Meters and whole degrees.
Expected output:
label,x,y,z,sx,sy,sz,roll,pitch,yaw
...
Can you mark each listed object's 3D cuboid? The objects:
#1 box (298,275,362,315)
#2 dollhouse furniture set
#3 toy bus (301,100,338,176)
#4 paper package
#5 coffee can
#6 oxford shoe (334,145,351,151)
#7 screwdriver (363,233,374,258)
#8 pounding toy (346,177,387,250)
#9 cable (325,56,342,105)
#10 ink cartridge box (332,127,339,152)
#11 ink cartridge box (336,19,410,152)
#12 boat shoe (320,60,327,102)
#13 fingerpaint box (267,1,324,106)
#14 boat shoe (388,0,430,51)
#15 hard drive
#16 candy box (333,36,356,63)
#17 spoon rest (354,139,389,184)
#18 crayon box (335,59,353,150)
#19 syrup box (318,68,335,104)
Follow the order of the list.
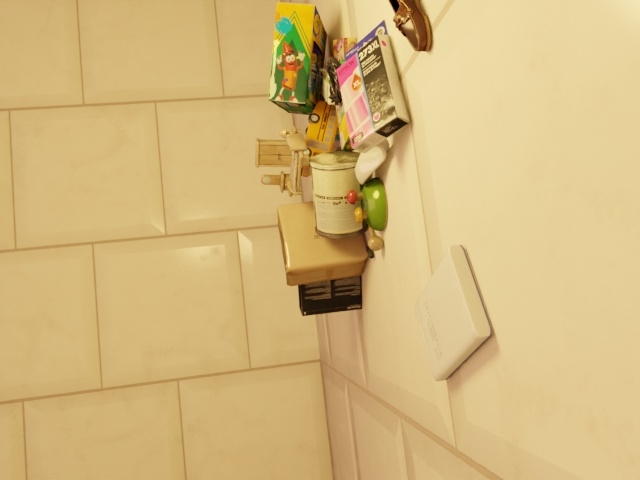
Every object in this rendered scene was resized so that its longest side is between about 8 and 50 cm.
label,x,y,z,sx,sy,sz,roll,pitch,yaw
box,0.038,0.205,2.216,0.103,0.261,0.185,-122,28,-71
dollhouse furniture set,-0.160,-0.263,2.045,0.356,0.173,0.303,-105,17,-56
toy bus,-0.007,-0.425,2.213,0.108,0.130,0.333,111,171,-64
paper package,0.000,0.000,2.113,0.168,0.324,0.310,96,165,-62
coffee can,0.069,-0.169,1.922,0.201,0.201,0.276,-114,18,-65
oxford shoe,0.087,-0.343,2.207,0.076,0.076,0.212,-57,-2,-32
screwdriver,0.175,0.015,1.986,0.170,0.025,0.024,-110,16,-55
pounding toy,0.151,-0.095,1.792,0.183,0.110,0.237,-110,17,-59
cable,0.047,-0.551,1.845,0.185,0.047,0.151,-107,15,-48
ink cartridge box,0.044,-0.454,2.423,0.180,0.060,0.104,96,165,-52
ink cartridge box,0.141,-0.454,1.516,0.175,0.069,0.371,-30,58,41
boat shoe,-0.021,-0.766,2.544,0.114,0.091,0.303,-174,79,-81
fingerpaint box,-0.083,-0.741,2.212,0.445,0.163,0.372,-44,-39,-81
boat shoe,0.208,-0.534,1.263,0.073,0.073,0.207,101,160,-59
hard drive,0.298,0.180,1.225,0.319,0.040,0.210,99,163,-59
candy box,0.091,-0.706,1.982,0.187,0.053,0.109,-116,22,-69
spoon rest,0.165,-0.266,1.672,0.276,0.084,0.137,96,-165,-76
crayon box,0.111,-0.485,1.893,0.165,0.081,0.279,125,139,-76
syrup box,0.056,-0.625,2.117,0.237,0.096,0.093,-111,20,-59
